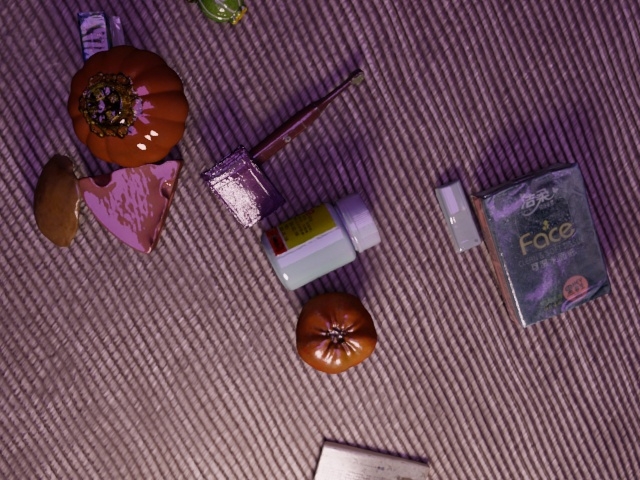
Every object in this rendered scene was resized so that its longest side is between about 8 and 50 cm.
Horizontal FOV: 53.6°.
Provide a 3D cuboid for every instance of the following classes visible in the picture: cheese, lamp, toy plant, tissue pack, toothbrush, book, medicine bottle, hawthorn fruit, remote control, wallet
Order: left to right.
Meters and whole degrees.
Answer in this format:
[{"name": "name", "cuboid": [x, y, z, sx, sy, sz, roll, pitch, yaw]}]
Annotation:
[{"name": "tissue pack", "cuboid": [-0.425, -0.385, 1.245, 0.079, 0.085, 0.110, -6, 99, -7]}, {"name": "cheese", "cuboid": [-0.392, -0.095, 1.272, 0.177, 0.128, 0.202, 18, 98, -10]}, {"name": "lamp", "cuboid": [-0.355, -0.246, 1.170, 0.224, 0.196, 0.223, 1, 98, 10]}, {"name": "toy plant", "cuboid": [-0.219, -0.496, 1.250, 0.162, 0.093, 0.092, 37, 93, -14]}, {"name": "wallet", "cuboid": [-0.158, -0.107, 1.321, 0.111, 0.030, 0.166, -38, 122, 0]}, {"name": "toothbrush", "cuboid": [-0.052, -0.242, 1.334, 0.364, 0.041, 0.041, -38, 101, 0]}, {"name": "medicine bottle", "cuboid": [0.000, 0.000, 1.327, 0.226, 0.139, 0.139, -26, 101, -2]}, {"name": "hawthorn fruit", "cuboid": [0.033, 0.196, 1.346, 0.189, 0.189, 0.189, -1, 99, -7]}, {"name": "book", "cuboid": [0.081, 0.681, 1.498, 0.269, 0.032, 0.388, 14, 96, -8]}, {"name": "remote control", "cuboid": [0.309, -0.054, 1.411, 0.061, 0.029, 0.162, -24, 101, -1]}, {"name": "tissue pack", "cuboid": [0.489, 0.007, 1.404, 0.228, 0.103, 0.315, -22, 101, -5]}]

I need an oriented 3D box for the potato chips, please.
[{"name": "potato chips", "cuboid": [-0.525, -0.077, 1.248, 0.150, 0.049, 0.201, 53, 127, 14]}]
